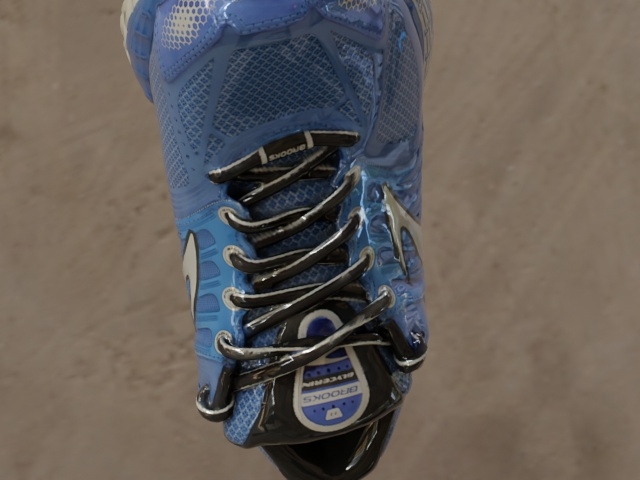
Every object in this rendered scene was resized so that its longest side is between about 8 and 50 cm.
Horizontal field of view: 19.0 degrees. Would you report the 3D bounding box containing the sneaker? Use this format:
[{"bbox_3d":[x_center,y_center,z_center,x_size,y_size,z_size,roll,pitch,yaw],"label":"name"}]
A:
[{"bbox_3d":[0.000,0.000,0.800,0.130,0.330,0.147,-13,56,-1],"label":"sneaker"}]
